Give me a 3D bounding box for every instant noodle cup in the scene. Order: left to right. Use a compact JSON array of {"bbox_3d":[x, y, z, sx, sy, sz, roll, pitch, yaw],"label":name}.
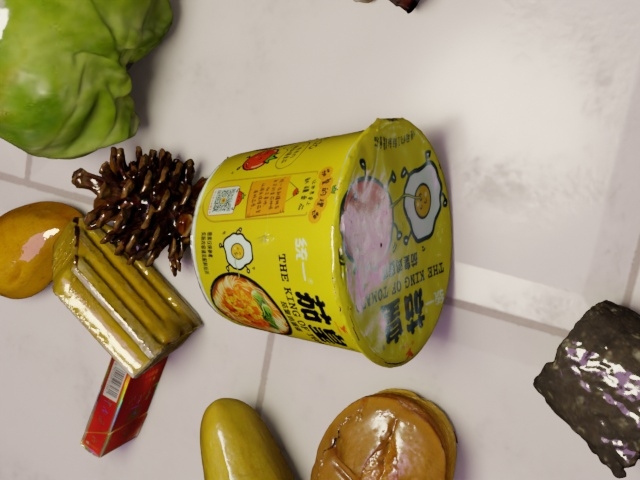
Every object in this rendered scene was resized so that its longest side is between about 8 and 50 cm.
[{"bbox_3d":[0.000,0.000,1.282,0.254,0.326,0.325,2,98,33],"label":"instant noodle cup"}]

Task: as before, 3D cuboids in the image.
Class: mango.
[{"bbox_3d":[-0.484,0.015,1.586,0.227,0.109,0.147,-22,75,18],"label":"mango"},{"bbox_3d":[-0.092,0.401,1.431,0.142,0.195,0.331,-19,74,4],"label":"mango"}]

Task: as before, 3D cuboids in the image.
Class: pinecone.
[{"bbox_3d":[-0.274,-0.054,1.453,0.212,0.168,0.185,19,91,6],"label":"pinecone"}]

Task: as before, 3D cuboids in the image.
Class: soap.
[{"bbox_3d":[-0.320,0.078,1.483,0.257,0.160,0.080,47,114,5],"label":"soap"}]

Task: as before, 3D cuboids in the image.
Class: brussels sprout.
[{"bbox_3d":[-0.410,-0.329,1.363,0.343,0.361,0.425,12,101,17],"label":"brussels sprout"}]

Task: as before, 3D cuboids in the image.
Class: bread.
[{"bbox_3d":[0.089,0.346,1.372,0.195,0.143,0.269,24,108,18],"label":"bread"}]

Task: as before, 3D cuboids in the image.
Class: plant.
[{"bbox_3d":[0.441,0.220,1.194,0.321,0.194,0.181,40,123,18],"label":"plant"}]

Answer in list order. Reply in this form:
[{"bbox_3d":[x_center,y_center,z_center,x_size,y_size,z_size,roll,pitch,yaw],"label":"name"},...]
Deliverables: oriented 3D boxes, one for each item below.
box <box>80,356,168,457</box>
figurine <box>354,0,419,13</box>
[{"bbox_3d":[-0.317,0.256,1.547,0.048,0.112,0.175,28,108,16],"label":"box"},{"bbox_3d":[-0.003,-0.464,1.300,0.365,0.206,0.218,24,132,-7],"label":"figurine"}]
